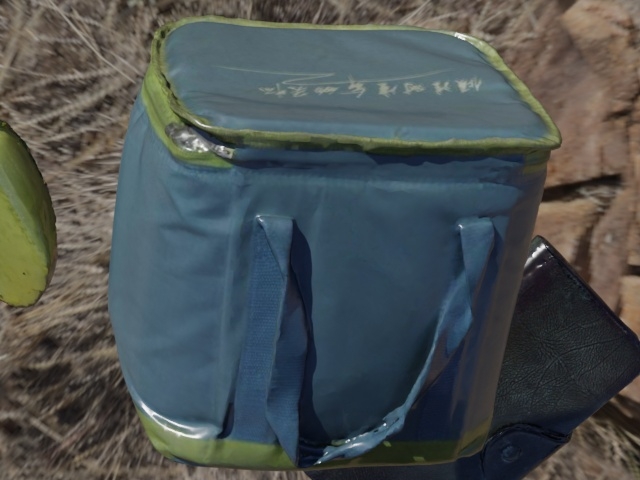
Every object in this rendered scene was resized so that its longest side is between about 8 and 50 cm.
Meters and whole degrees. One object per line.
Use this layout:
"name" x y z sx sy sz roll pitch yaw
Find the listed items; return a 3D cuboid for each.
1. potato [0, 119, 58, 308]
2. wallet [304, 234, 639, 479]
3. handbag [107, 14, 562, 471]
"potato" -0.245 -0.030 1.064 0.119 0.198 0.054 20 51 28
"wallet" 0.145 0.160 1.306 0.318 0.045 0.172 -42 106 8
"handbag" 0.000 0.000 0.885 0.263 0.222 0.241 3 118 -14
